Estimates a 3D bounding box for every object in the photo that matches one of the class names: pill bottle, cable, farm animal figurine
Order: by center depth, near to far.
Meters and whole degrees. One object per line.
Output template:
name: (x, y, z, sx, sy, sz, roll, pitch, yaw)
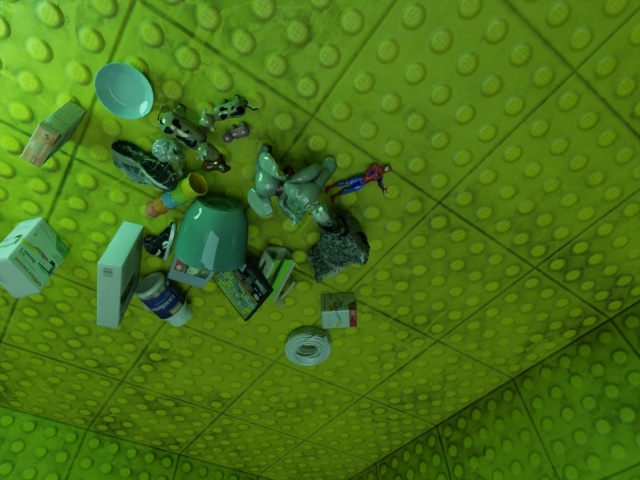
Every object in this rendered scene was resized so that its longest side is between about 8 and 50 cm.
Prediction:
farm animal figurine: (-0.422, -0.379, 1.487, 0.327, 0.172, 0.330, 16, 125, -14)
pill bottle: (-0.744, 0.288, 2.000, 0.153, 0.153, 0.264, -21, 126, 14)
cable: (-0.068, 0.584, 2.295, 0.257, 0.089, 0.257, -10, 128, 7)

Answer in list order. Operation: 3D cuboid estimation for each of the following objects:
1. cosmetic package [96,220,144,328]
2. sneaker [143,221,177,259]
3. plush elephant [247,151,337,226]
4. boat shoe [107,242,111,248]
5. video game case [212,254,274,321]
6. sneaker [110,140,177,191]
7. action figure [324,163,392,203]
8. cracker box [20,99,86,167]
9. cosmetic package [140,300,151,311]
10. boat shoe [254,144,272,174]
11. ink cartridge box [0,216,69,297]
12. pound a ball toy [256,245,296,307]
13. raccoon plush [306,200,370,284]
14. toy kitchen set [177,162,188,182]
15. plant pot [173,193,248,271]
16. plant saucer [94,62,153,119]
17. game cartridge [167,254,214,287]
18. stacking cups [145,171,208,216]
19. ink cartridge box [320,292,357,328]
cosmetic package: (-0.867, 0.149, 1.806, 0.098, 0.284, 0.377, 13, 126, -14)
sneaker: (-0.707, -0.006, 1.820, 0.121, 0.079, 0.216, 18, 126, -17)
plush elephant: (-0.136, -0.212, 1.586, 0.255, 0.330, 0.272, 35, 128, -4)
boat shoe: (-0.949, 0.068, 1.887, 0.042, 0.049, 0.133, 27, 118, -11)
video game case: (-0.361, 0.196, 1.904, 0.275, 0.035, 0.248, 49, 124, 13)
sneaker: (-0.667, -0.264, 1.590, 0.283, 0.110, 0.122, 35, 134, 5)
action figure: (0.161, -0.216, 1.663, 0.280, 0.139, 0.091, -26, 125, 14)
cracker box: (-0.915, -0.371, 1.436, 0.067, 0.232, 0.156, 36, 118, -26)
cosmetic package: (-0.855, 0.290, 2.056, 0.041, 0.060, 0.115, -2, 129, 0)
boat shoe: (-0.221, -0.311, 1.628, 0.040, 0.049, 0.142, -17, 145, -40)
ink cartridge box: (-1.212, 0.069, 1.734, 0.117, 0.278, 0.201, -12, 127, 8)
pound a ball toy: (-0.222, 0.175, 1.968, 0.208, 0.135, 0.319, -1, 132, -40)
raccoon plush: (0.000, 0.000, 1.759, 0.299, 0.216, 0.446, -28, 132, 22)
toy kitchen set: (-0.523, -0.270, 1.641, 0.075, 0.068, 0.083, -1, 157, -18)
plant pot: (-0.424, -0.047, 1.685, 0.293, 0.293, 0.235, 13, 113, -12)
plant saucer: (-0.678, -0.523, 1.451, 0.195, 0.037, 0.194, -2, 128, -2)
game cartridge: (-0.576, 0.097, 1.924, 0.196, 0.060, 0.294, 17, 125, -20)
stacking cups: (-0.584, -0.177, 1.662, 0.316, 0.096, 0.096, -18, 128, 35)
ink cartridge box: (0.090, 0.353, 2.096, 0.176, 0.128, 0.127, -4, 127, 0)
